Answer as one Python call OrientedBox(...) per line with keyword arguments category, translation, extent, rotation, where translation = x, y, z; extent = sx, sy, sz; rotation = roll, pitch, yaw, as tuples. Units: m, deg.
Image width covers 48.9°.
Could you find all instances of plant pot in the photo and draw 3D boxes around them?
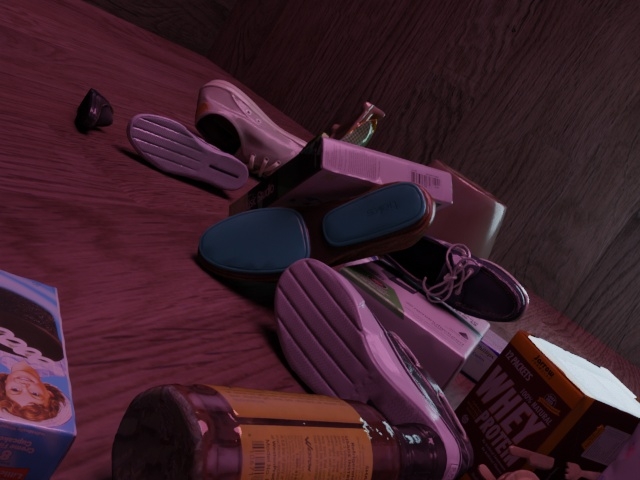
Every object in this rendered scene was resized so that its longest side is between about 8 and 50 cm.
OrientedBox(category="plant pot", translation=(0.255, -0.011, 1.558), extent=(0.323, 0.280, 0.323), rotation=(32, 14, -9))

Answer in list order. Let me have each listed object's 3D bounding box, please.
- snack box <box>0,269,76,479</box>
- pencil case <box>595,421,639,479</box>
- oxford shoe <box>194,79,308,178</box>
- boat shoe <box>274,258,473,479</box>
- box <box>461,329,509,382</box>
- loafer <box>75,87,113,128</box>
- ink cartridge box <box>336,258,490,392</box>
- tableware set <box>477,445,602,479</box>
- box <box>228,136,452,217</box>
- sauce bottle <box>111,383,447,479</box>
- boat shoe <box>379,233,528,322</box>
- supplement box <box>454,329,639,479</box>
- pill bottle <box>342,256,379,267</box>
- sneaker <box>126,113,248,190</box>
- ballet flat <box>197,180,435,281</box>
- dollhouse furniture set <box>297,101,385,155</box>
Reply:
OrientedBox(category="snack box", translation=(-0.325, 0.049, 0.445), extent=(0.322, 0.060, 0.187), rotation=(24, 16, -34))
OrientedBox(category="pencil case", translation=(0.308, 0.274, 0.685), extent=(0.124, 0.273, 0.113), rotation=(33, 5, -36))
OrientedBox(category="oxford shoe", translation=(-0.127, -0.203, 1.711), extent=(0.449, 0.169, 0.130), rotation=(37, 53, -16))
OrientedBox(category="boat shoe", translation=(0.057, 0.164, 0.865), extent=(0.119, 0.121, 0.335), rotation=(28, 23, -55))
OrientedBox(category="box", translation=(0.317, 0.222, 1.312), extent=(0.126, 0.072, 0.137), rotation=(36, 13, 10))
OrientedBox(category="loafer", translation=(-0.405, -0.234, 1.285), extent=(0.061, 0.062, 0.170), rotation=(33, 13, -24))
OrientedBox(category="ink cartridge box", translation=(0.124, 0.133, 1.067), extent=(0.211, 0.121, 0.289), rotation=(36, 13, 15))
OrientedBox(category="tableware set", translation=(0.246, 0.308, 0.791), extent=(0.194, 0.128, 0.039), rotation=(24, -16, -34))
OrientedBox(category="box", translation=(0.019, -0.058, 1.131), extent=(0.232, 0.058, 0.322), rotation=(13, -23, -29))
OrientedBox(category="sauce bottle", translation=(-0.006, 0.187, 0.597), extent=(0.344, 0.111, 0.111), rotation=(21, 18, -46))
OrientedBox(category="boat shoe", translation=(0.187, 0.044, 1.051), extent=(0.254, 0.095, 0.079), rotation=(35, 11, 22))
OrientedBox(category="supplement box", translation=(0.289, 0.248, 0.889), extent=(0.194, 0.191, 0.129), rotation=(26, 17, -31))
OrientedBox(category="pill bottle", translation=(0.076, 0.060, 1.340), extent=(0.067, 0.067, 0.120), rotation=(34, 13, 4))
OrientedBox(category="sneaker", translation=(-0.261, -0.162, 1.339), extent=(0.258, 0.094, 0.091), rotation=(28, -5, -38))
OrientedBox(category="ballet flat", translation=(0.000, 0.000, 1.015), extent=(0.124, 0.342, 0.116), rotation=(55, 21, -65))
OrientedBox(category="dollhouse furniture set", translation=(0.030, -0.104, 1.301), extent=(0.151, 0.197, 0.301), rotation=(42, -22, -12))
